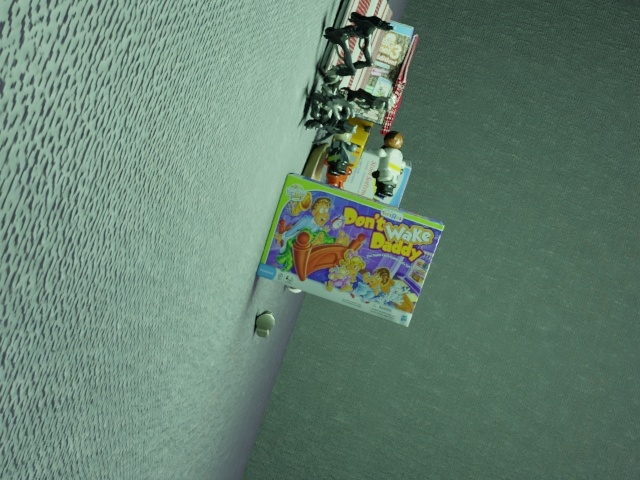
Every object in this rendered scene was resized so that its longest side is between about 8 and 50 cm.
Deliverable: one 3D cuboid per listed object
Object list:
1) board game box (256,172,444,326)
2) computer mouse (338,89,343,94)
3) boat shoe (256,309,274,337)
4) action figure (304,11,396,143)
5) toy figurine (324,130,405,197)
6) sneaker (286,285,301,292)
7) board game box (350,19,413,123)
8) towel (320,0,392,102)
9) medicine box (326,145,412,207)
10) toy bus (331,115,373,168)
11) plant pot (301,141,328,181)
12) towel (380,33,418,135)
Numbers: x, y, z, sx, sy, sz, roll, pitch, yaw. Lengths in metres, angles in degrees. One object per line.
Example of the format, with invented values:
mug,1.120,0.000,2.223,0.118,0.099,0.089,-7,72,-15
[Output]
board game box,0.062,0.017,1.363,0.078,0.347,0.233,-50,158,-79
computer mouse,0.071,-0.405,1.629,0.184,0.060,0.262,98,12,-69
boat shoe,-0.145,0.213,1.664,0.137,0.049,0.043,108,-1,-58
action figure,0.056,-0.291,1.230,0.164,0.141,0.275,-32,149,-37
toy figurine,0.116,-0.214,1.635,0.209,0.213,0.148,79,21,-79
sneaker,-0.047,0.064,2.151,0.128,0.087,0.221,107,3,-55
board game box,0.170,-0.518,1.938,0.232,0.141,0.291,-56,165,-78
towel,0.081,-0.450,1.402,0.329,0.037,0.237,-8,118,-74
medicine box,0.175,-0.218,2.420,0.149,0.289,0.263,-63,171,-70
toy bus,0.121,-0.379,2.202,0.332,0.108,0.130,-66,174,-58
plant pot,-0.030,-0.150,1.655,0.236,0.032,0.236,18,90,-87
towel,0.247,-0.474,1.946,0.275,0.031,0.198,103,6,-62
